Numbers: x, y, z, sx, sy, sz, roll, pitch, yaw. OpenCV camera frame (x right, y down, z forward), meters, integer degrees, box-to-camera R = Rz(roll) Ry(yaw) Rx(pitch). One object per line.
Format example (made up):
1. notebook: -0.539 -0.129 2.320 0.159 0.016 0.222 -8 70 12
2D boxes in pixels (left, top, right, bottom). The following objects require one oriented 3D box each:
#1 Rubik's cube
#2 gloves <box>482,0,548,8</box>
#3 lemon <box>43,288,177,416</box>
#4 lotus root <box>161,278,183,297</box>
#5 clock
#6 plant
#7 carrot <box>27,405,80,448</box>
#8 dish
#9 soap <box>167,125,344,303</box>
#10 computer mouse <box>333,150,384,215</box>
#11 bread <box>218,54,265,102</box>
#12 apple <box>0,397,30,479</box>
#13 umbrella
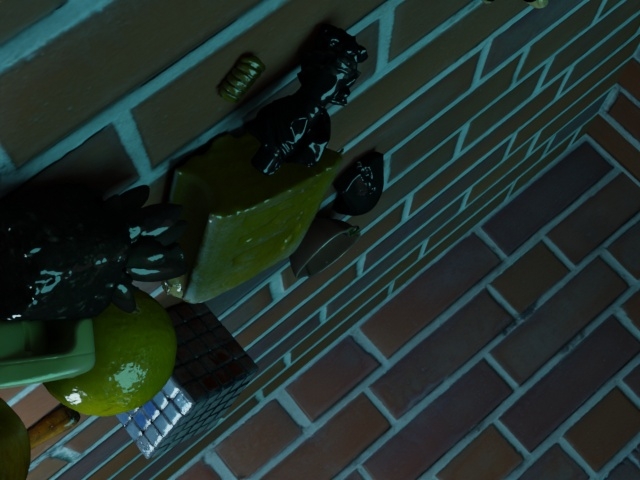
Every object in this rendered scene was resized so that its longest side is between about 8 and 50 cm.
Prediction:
1. Rubik's cube: -0.329 0.311 1.899 0.238 0.237 0.237 -20 152 -52
2. gloves: 0.314 -0.491 1.394 0.152 0.197 0.301 -29 161 -6
3. lemon: -0.389 0.187 1.457 0.240 0.240 0.219 -46 154 15
4. lotus root: -0.256 0.075 1.722 0.144 0.070 0.143 -23 142 -33
5. clock: -0.502 0.164 1.205 0.308 0.096 0.235 -3 179 -44
6. plant: -0.337 0.006 1.203 0.194 0.182 0.321 -55 162 23
7. carrot: -0.617 0.425 1.869 0.162 0.055 0.055 -30 162 -14
8. dish: 0.000 0.000 2.128 0.213 0.090 0.213 -36 164 -12
9. soap: -0.141 -0.058 1.541 0.293 0.156 0.335 -30 162 -34
10. computer mouse: 0.108 -0.126 2.073 0.147 0.088 0.264 -42 161 -10
11. bread: -0.123 -0.249 1.297 0.088 0.033 0.049 -47 157 18
12. apple: -0.605 0.354 1.330 0.233 0.286 0.286 -51 163 5
13. umbrella: -0.021 -0.223 1.386 0.272 0.122 0.110 -56 -152 -5
